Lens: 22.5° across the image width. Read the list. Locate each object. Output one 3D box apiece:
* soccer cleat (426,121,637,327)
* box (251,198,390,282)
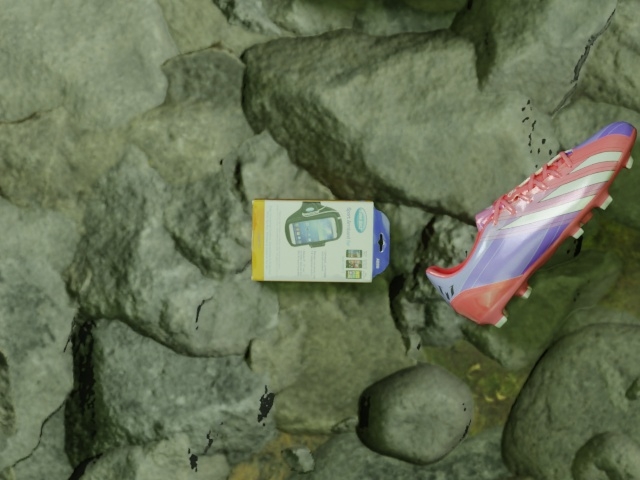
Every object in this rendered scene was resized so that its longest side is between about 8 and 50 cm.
[{"bbox_3d":[0.208,-0.027,1.563,0.095,0.083,0.248,38,98,2],"label":"soccer cleat"},{"bbox_3d":[0.000,0.000,1.593,0.136,0.028,0.081,1,96,-2],"label":"box"}]
